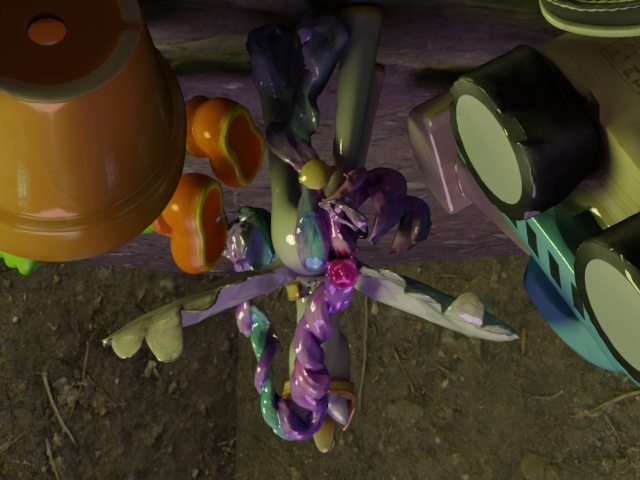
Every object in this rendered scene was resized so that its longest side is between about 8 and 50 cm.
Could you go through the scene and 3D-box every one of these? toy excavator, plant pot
[{"bbox_3d":[0.208,-0.034,0.940,0.222,0.433,0.445,-28,155,-12],"label":"toy excavator"},{"bbox_3d":[-0.199,-0.113,0.869,0.205,0.205,0.188,2,157,-8],"label":"plant pot"}]

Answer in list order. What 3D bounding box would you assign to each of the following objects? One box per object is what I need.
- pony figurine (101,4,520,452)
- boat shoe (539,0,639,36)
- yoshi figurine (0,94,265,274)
[{"bbox_3d":[0.000,0.000,0.979,0.303,0.363,0.351,1,173,3],"label":"pony figurine"},{"bbox_3d":[0.232,-0.179,0.688,0.228,0.081,0.069,-10,166,24],"label":"boat shoe"},{"bbox_3d":[-0.246,-0.067,1.166,0.362,0.203,0.203,12,-168,16],"label":"yoshi figurine"}]
